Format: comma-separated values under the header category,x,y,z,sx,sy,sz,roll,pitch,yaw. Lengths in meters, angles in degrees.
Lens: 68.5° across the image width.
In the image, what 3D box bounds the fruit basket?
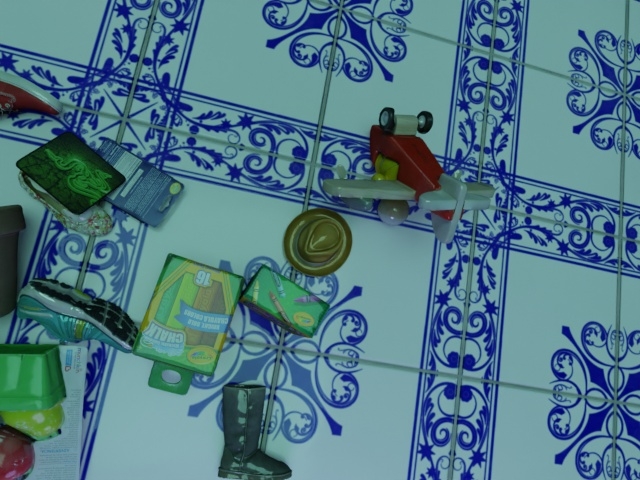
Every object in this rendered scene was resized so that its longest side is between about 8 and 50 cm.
category,x,y,z,sx,sy,sz,roll,pitch,yaw
fruit basket,-0.670,0.392,0.985,0.327,0.165,0.352,3,95,-12

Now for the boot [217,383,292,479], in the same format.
category,x,y,z,sx,sy,sz,roll,pitch,yaw
boot,-0.150,0.454,1.118,0.190,0.076,0.208,10,71,-13

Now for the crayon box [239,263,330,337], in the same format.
category,x,y,z,sx,sy,sz,roll,pitch,yaw
crayon box,-0.094,0.143,1.071,0.165,0.278,0.081,33,76,-6

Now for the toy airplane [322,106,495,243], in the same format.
category,x,y,z,sx,sy,sz,roll,pitch,yaw
toy airplane,0.237,-0.129,1.201,0.386,0.272,0.384,30,42,7

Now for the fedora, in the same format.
category,x,y,z,sx,sy,sz,roll,pitch,yaw
fedora,0.000,0.000,1.221,0.195,0.079,0.194,2,80,-12

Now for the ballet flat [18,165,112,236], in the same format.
category,x,y,z,sx,sy,sz,roll,pitch,yaw
ballet flat,-0.606,-0.091,1.102,0.241,0.077,0.091,33,74,-6

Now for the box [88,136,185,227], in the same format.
category,x,y,z,sx,sy,sz,roll,pitch,yaw
box,-0.465,-0.138,1.162,0.225,0.036,0.136,32,75,-4

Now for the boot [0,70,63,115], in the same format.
category,x,y,z,sx,sy,sz,roll,pitch,yaw
boot,-0.753,-0.304,1.105,0.244,0.088,0.176,20,78,-2

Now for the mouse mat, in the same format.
category,x,y,z,sx,sy,sz,roll,pitch,yaw
mouse mat,-0.579,-0.161,1.097,0.190,0.007,0.152,40,56,-1

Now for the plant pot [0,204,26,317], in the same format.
category,x,y,z,sx,sy,sz,roll,pitch,yaw
plant pot,-0.745,0.056,0.972,0.263,0.263,0.229,-10,99,-14

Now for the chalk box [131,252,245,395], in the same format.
category,x,y,z,sx,sy,sz,roll,pitch,yaw
chalk box,-0.302,0.200,1.065,0.180,0.179,0.288,18,77,-9

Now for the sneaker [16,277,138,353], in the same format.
category,x,y,z,sx,sy,sz,roll,pitch,yaw
sneaker,-0.541,0.184,1.064,0.275,0.107,0.110,31,101,-14
